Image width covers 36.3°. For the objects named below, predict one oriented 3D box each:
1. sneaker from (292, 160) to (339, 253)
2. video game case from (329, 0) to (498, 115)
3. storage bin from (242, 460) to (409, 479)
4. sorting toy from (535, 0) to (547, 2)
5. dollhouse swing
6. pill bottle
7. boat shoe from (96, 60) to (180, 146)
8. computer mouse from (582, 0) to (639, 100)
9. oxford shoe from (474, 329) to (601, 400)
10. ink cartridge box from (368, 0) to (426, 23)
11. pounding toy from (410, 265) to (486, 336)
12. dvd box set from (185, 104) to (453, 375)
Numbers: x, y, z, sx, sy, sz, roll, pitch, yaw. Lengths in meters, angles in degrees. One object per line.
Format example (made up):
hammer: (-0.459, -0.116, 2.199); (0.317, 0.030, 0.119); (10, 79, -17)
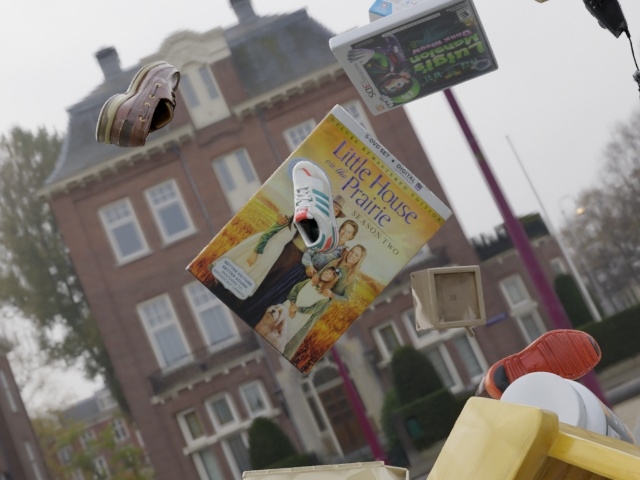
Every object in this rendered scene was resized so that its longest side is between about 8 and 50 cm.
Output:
sneaker: (-0.017, -0.057, 1.602); (0.057, 0.161, 0.075); (-17, -8, 25)
video game case: (0.130, -0.249, 1.312); (0.190, 0.022, 0.173); (-19, -30, 15)
storage bin: (0.000, 0.443, 1.384); (0.260, 0.123, 0.262); (-6, 20, 8)
sorting toy: (0.212, -0.437, 1.099); (0.089, 0.255, 0.257); (-21, -51, -17)
dollhouse swing: (0.329, 0.343, 1.036); (0.347, 0.305, 0.315); (21, -81, -31)
pill bottle: (0.395, 0.315, 1.563); (0.162, 0.162, 0.278); (-28, -37, 18)
boat shoe: (-0.198, -0.154, 1.135); (0.178, 0.060, 0.064); (-64, -7, -56)
computer mouse: (0.381, -0.249, 1.248); (0.041, 0.242, 0.071); (-22, 2, 21)
oxford shoe: (0.399, 0.237, 1.810); (0.271, 0.097, 0.098); (-14, -22, -26)
ink cartridge box: (0.159, -0.398, 1.669); (0.143, 0.092, 0.090); (-56, -25, -22)
pounding toy: (0.244, 0.118, 1.819); (0.141, 0.130, 0.100); (-3, -7, -24)
dvd box set: (0.000, 0.000, 1.841); (0.420, 0.307, 0.062); (-47, 6, -2)
